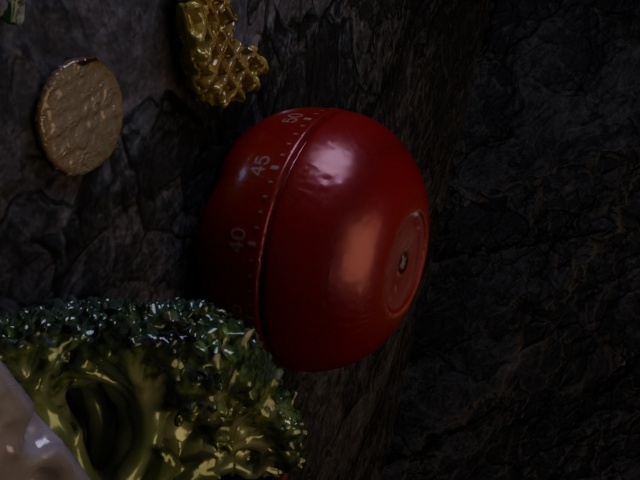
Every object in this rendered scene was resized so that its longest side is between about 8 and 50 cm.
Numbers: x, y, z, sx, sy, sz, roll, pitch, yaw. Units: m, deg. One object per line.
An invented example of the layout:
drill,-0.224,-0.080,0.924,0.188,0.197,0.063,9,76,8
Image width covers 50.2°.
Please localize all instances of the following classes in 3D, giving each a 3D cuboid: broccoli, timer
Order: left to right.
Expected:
broccoli,-0.175,0.246,0.699,0.275,0.353,0.397,179,-93,-68
timer,0.000,0.000,0.986,0.378,0.279,0.378,-44,142,-50

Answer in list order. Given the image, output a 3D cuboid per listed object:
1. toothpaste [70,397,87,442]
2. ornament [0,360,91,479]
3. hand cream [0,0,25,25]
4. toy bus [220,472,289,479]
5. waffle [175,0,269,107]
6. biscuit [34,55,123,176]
toothpaste,-0.265,0.236,0.802,0.048,0.029,0.197,-43,138,-58
ornament,-0.281,0.137,0.321,0.240,0.239,0.239,-47,140,-34
hand cream,-0.284,-0.209,0.437,0.276,0.059,0.095,-20,124,-71
toy bus,-0.129,0.433,1.136,0.147,0.127,0.303,13,91,-72
waffle,-0.122,-0.255,0.823,0.149,0.051,0.194,-51,143,-49
biscuit,-0.233,-0.121,0.671,0.120,0.015,0.120,14,90,-70
